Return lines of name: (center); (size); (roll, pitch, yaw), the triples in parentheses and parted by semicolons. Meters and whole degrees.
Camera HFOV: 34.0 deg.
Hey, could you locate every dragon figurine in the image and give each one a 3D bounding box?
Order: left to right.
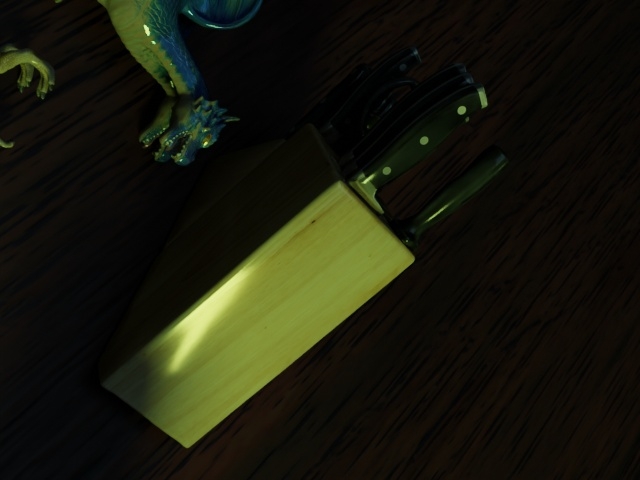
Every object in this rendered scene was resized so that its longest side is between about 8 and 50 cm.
dragon figurine: (-0.095, -0.196, 0.749); (0.144, 0.085, 0.289); (31, 67, -40)

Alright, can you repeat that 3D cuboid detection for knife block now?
knife block: (0.000, 0.000, 0.704); (0.088, 0.242, 0.276); (44, 56, -30)

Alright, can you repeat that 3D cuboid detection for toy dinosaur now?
toy dinosaur: (-0.214, -0.117, 0.645); (0.092, 0.053, 0.183); (25, 67, -38)
